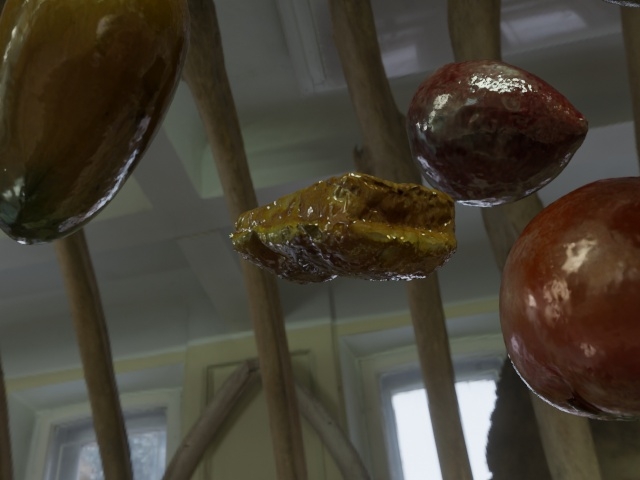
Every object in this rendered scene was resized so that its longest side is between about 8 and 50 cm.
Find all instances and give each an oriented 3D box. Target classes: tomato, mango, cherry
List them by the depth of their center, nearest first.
[{"bbox_3d":[-0.168,-0.106,0.473,0.120,0.151,0.221,22,-75,-11],"label":"mango"},{"bbox_3d":[0.309,0.055,0.654,0.265,0.265,0.265,-4,-37,-3],"label":"tomato"},{"bbox_3d":[0.253,-0.159,1.010,0.300,0.203,0.230,7,-47,49],"label":"cherry"}]

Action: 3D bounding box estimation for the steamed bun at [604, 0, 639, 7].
[{"bbox_3d":[0.324,-0.324,0.471,0.310,0.219,0.324,23,-28,6],"label":"steamed bun"}]

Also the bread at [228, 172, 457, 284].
[{"bbox_3d":[0.000,0.000,0.859,0.185,0.109,0.380,5,-8,-26],"label":"bread"}]
